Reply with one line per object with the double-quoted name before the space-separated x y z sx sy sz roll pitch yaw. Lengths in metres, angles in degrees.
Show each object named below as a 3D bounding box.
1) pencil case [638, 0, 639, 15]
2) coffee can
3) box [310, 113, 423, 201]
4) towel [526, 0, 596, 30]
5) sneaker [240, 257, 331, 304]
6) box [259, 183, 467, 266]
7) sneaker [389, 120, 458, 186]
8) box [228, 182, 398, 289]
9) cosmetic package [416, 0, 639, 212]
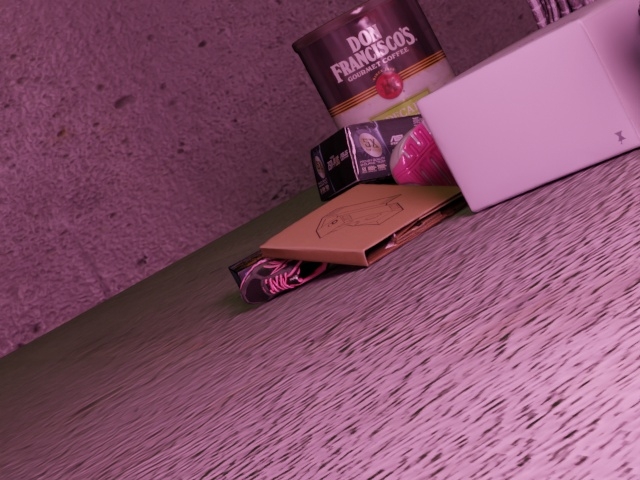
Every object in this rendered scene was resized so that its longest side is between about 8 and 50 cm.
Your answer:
"pencil case" 0.450 -0.237 1.281 0.306 0.133 0.119 -25 -35 23
"coffee can" 0.109 -0.222 2.150 0.202 0.275 0.201 -28 5 3
"box" 0.097 -0.115 1.920 0.180 0.077 0.147 -10 -5 -20
"towel" 0.315 -0.312 1.639 0.121 0.283 0.235 -20 23 38
"sneaker" -0.039 0.040 1.633 0.119 0.047 0.057 -29 16 4
"box" 0.048 -0.020 1.602 0.164 0.021 0.201 -31 20 -30
"sneaker" 0.151 -0.101 1.763 0.111 0.103 0.252 -30 -4 36
"box" 0.000 0.000 1.793 0.233 0.044 0.159 -29 4 -7
"cosmetic package" 0.261 -0.157 1.443 0.224 0.138 0.225 -23 8 46
